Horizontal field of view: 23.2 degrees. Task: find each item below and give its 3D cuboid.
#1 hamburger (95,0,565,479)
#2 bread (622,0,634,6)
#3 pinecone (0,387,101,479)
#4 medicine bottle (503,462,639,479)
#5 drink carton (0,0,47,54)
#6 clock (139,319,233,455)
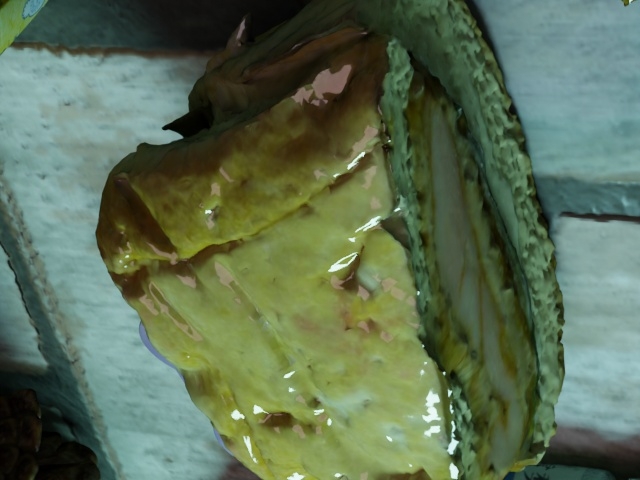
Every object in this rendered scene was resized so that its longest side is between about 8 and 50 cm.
[{"bbox_3d":[-0.003,0.001,0.832,0.209,0.162,0.330,4,132,27],"label":"hamburger"},{"bbox_3d":[0.143,-0.182,0.655,0.084,0.074,0.139,-15,121,32],"label":"bread"},{"bbox_3d":[-0.230,0.223,1.133,0.169,0.185,0.212,37,162,28],"label":"pinecone"},{"bbox_3d":[0.121,0.163,0.988,0.191,0.051,0.051,2,129,26],"label":"medicine bottle"},{"bbox_3d":[-0.213,-0.105,0.816,0.084,0.200,0.074,-17,121,37],"label":"drink carton"},{"bbox_3d":[-0.038,0.074,0.990,0.110,0.050,0.152,-15,120,36],"label":"clock"}]
